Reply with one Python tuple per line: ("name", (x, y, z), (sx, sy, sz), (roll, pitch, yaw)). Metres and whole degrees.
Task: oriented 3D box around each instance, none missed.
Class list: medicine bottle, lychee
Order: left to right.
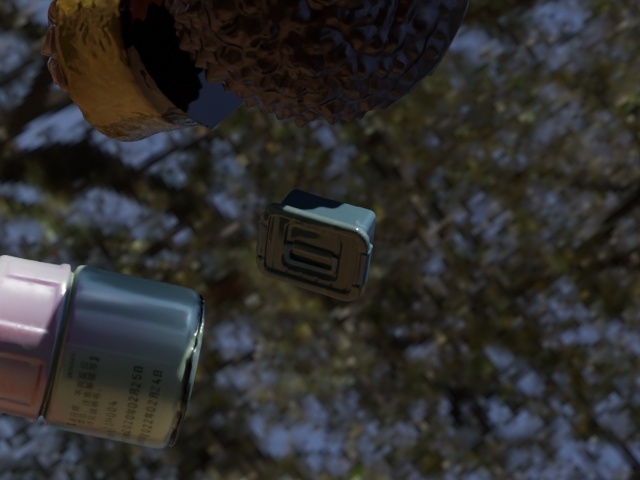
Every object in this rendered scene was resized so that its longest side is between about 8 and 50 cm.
("medicine bottle", (-0.185, 0.086, 1.564), (0.168, 0.135, 0.135), (13, -32, -9))
("lychee", (-0.004, -0.258, 1.782), (0.330, 0.306, 0.306), (-130, -165, -71))

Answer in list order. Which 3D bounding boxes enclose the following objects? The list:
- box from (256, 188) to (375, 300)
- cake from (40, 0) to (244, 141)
("box", (0.000, 0.000, 1.692), (0.099, 0.054, 0.074), (17, -57, 13))
("cake", (-0.192, -0.182, 1.921), (0.178, 0.185, 0.208), (-19, -104, 32))
